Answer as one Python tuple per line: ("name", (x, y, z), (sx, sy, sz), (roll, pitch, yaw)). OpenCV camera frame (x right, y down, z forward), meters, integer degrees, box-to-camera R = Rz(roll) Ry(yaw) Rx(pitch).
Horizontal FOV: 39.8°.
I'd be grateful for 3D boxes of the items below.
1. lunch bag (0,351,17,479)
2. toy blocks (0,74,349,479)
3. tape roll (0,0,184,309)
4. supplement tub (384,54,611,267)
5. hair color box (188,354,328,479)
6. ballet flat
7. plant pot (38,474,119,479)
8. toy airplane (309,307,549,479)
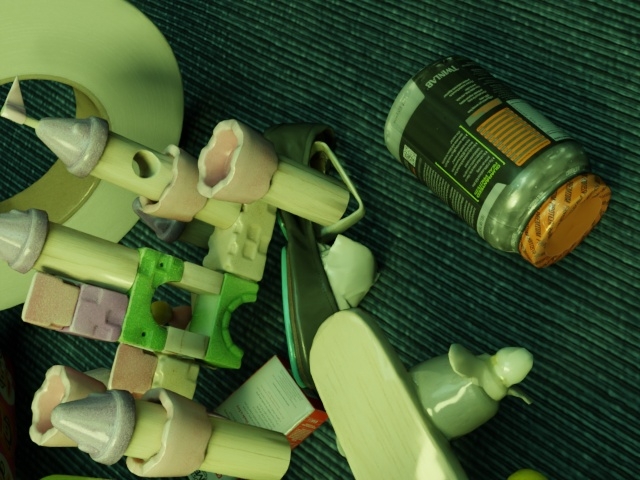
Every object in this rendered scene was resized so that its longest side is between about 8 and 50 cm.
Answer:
("lunch bag", (-0.448, 0.212, 0.891), (0.258, 0.120, 0.293), (-14, 41, -8))
("toy blocks", (-0.184, 0.043, 0.761), (0.309, 0.260, 0.288), (-5, 69, 55))
("tape roll", (-0.313, -0.088, 0.858), (0.392, 0.392, 0.072), (-48, 61, 4))
("supplement tub", (0.157, -0.070, 0.790), (0.117, 0.117, 0.190), (-45, 61, 5))
("hair color box", (-0.067, 0.185, 0.851), (0.141, 0.043, 0.072), (-42, 61, 6))
("ballet flat", (0.000, 0.000, 0.856), (0.096, 0.095, 0.280), (-15, 68, 10))
("plant pot", (-0.150, 0.320, 0.743), (0.228, 0.227, 0.207), (-1, 63, 25))
("toy airplane", (0.142, 0.271, 0.634), (0.384, 0.272, 0.386), (20, 119, 39))
